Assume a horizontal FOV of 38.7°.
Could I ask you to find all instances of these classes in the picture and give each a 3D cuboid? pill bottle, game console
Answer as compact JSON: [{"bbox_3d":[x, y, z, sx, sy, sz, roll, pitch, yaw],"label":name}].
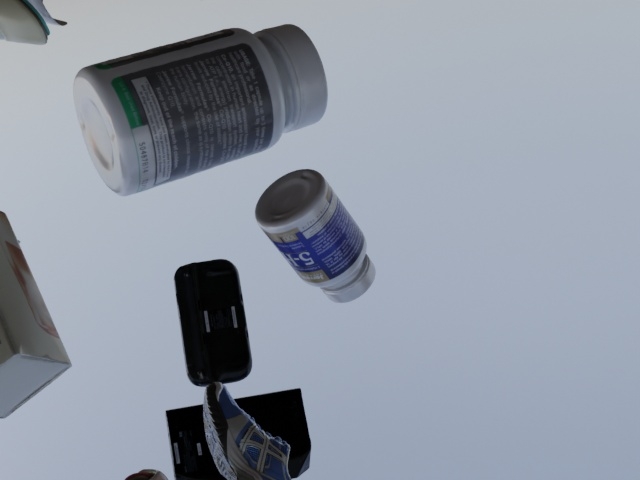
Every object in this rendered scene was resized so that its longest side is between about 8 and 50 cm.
[{"bbox_3d":[0.000,0.000,1.281,0.112,0.186,0.112,-22,-142,19],"label":"pill bottle"},{"bbox_3d":[-0.183,-0.217,1.436,0.361,0.204,0.204,-21,-152,-25],"label":"pill bottle"},{"bbox_3d":[-0.142,0.203,1.424,0.213,0.361,0.044,-7,165,-14],"label":"game console"}]

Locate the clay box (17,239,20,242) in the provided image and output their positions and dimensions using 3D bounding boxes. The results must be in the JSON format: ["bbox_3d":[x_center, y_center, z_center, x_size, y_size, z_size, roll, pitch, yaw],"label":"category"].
[{"bbox_3d":[-0.716,0.056,1.957,0.053,0.127,0.222,31,-172,-6],"label":"clay box"}]

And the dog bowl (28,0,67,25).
[{"bbox_3d":[-0.467,-0.494,1.374,0.102,0.348,0.349,-6,-155,-2],"label":"dog bowl"}]

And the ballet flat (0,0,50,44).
[{"bbox_3d":[-0.436,-0.306,1.166,0.086,0.086,0.248,-26,-127,-31],"label":"ballet flat"}]

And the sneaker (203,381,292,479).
[{"bbox_3d":[-0.086,0.268,1.147,0.081,0.080,0.211,-19,-118,-23],"label":"sneaker"}]

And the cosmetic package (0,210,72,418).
[{"bbox_3d":[-0.505,0.096,1.340,0.153,0.129,0.296,-36,-116,12],"label":"cosmetic package"}]

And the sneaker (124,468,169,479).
[{"bbox_3d":[-0.196,0.286,0.986,0.134,0.070,0.051,-34,-175,42],"label":"sneaker"}]
